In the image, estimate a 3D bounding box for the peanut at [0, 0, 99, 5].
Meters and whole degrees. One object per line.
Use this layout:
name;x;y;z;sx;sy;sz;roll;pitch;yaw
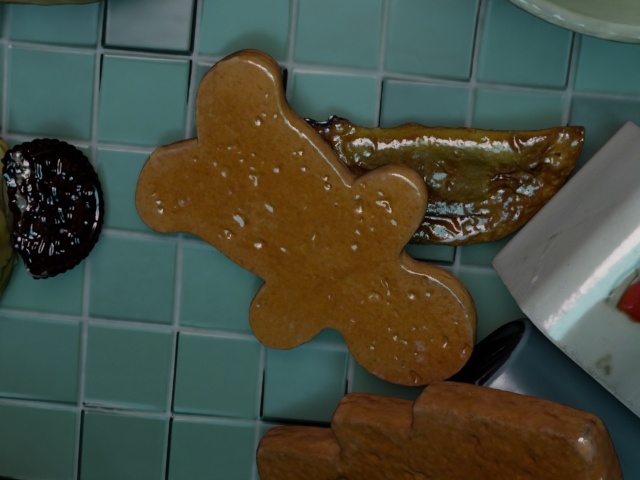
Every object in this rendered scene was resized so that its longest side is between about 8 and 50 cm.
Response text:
peanut;-0.219;-0.194;0.817;0.325;0.153;0.140;-5;109;8

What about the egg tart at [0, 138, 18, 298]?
egg tart;-0.300;-0.001;0.862;0.232;0.098;0.252;-44;125;-1

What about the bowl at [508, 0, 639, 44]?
bowl;0.183;-0.272;0.791;0.307;0.163;0.307;0;103;0

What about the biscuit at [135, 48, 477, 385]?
biscuit;0.000;0.000;0.906;0.250;0.036;0.165;40;119;-3

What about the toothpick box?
toothpick box;0.163;0.143;0.919;0.120;0.120;0.184;-42;97;10

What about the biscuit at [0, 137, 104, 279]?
biscuit;-0.178;-0.022;0.901;0.089;0.027;0.087;50;56;-39

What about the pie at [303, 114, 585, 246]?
pie;0.076;-0.039;0.916;0.191;0.033;0.088;2;108;3

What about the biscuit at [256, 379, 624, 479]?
biscuit;0.100;0.184;0.884;0.284;0.043;0.306;43;139;6

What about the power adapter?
power adapter;0.229;-0.006;0.873;0.130;0.125;0.205;39;101;-19
